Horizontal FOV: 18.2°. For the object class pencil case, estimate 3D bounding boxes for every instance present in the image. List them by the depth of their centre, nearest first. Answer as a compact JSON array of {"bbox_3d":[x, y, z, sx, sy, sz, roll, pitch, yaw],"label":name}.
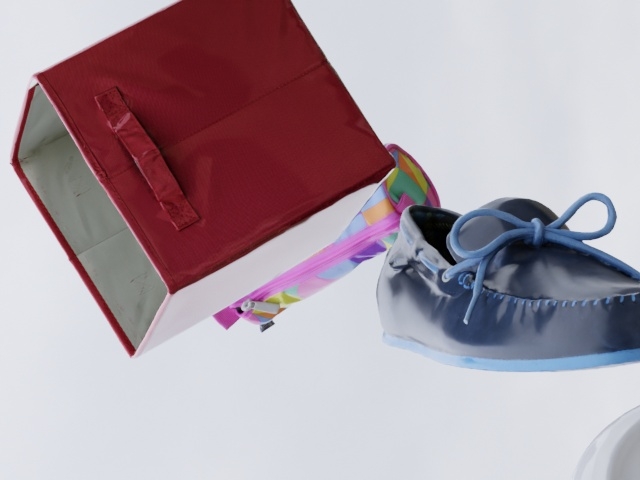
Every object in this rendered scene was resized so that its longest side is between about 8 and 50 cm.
[{"bbox_3d":[0.000,0.000,1.887,0.104,0.236,0.104,39,-146,-32],"label":"pencil case"}]

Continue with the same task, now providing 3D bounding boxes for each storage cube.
[{"bbox_3d":[-0.091,-0.056,1.442,0.184,0.193,0.215,57,160,8],"label":"storage cube"}]

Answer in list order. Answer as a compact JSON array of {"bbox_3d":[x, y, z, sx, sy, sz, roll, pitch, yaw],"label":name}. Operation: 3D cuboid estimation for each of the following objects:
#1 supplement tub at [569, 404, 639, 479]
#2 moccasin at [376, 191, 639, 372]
[{"bbox_3d":[0.219,0.234,1.095,0.191,0.191,0.272,-73,-13,-50],"label":"supplement tub"},{"bbox_3d":[0.121,0.025,1.368,0.137,0.342,0.117,-2,-87,-28],"label":"moccasin"}]
